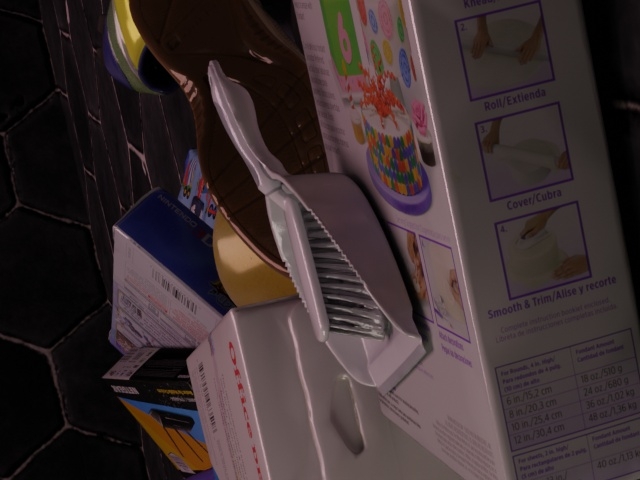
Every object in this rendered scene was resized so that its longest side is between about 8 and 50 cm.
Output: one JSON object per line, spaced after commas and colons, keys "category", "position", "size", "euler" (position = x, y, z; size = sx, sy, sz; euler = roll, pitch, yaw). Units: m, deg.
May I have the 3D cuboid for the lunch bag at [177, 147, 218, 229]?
{"category": "lunch bag", "position": [-0.092, 0.040, 1.814], "size": [0.221, 0.138, 0.293], "euler": [-146, 59, -73]}

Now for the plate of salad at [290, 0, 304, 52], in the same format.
{"category": "plate of salad", "position": [0.025, -0.125, 1.272], "size": [0.200, 0.048, 0.199], "euler": [164, 90, -74]}

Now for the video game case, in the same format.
{"category": "video game case", "position": [-0.062, 0.105, 1.524], "size": [0.269, 0.061, 0.244], "euler": [40, 155, 11]}

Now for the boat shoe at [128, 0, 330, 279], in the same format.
{"category": "boat shoe", "position": [-0.037, -0.088, 1.279], "size": [0.098, 0.109, 0.302], "euler": [31, -157, -55]}

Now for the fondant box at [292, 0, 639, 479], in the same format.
{"category": "fondant box", "position": [0.076, -0.040, 0.999], "size": [0.238, 0.096, 0.330], "euler": [-151, 47, -73]}

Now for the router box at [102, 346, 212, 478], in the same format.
{"category": "router box", "position": [-0.097, 0.152, 1.522], "size": [0.133, 0.046, 0.179], "euler": [52, 156, -17]}

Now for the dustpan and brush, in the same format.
{"category": "dustpan and brush", "position": [-0.010, -0.014, 1.044], "size": [0.147, 0.060, 0.211], "euler": [118, 136, -73]}

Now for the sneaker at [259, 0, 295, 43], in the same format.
{"category": "sneaker", "position": [-0.039, -0.215, 1.361], "size": [0.223, 0.098, 0.083], "euler": [96, 158, -52]}

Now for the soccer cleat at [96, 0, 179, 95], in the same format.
{"category": "soccer cleat", "position": [-0.194, -0.297, 2.038], "size": [0.121, 0.093, 0.289], "euler": [29, 132, 32]}

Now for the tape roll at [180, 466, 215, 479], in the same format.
{"category": "tape roll", "position": [-0.073, 0.328, 1.477], "size": [0.275, 0.090, 0.274], "euler": [56, 158, 37]}

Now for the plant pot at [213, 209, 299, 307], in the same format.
{"category": "plant pot", "position": [0.000, 0.000, 1.359], "size": [0.095, 0.134, 0.134], "euler": [-3, 99, 53]}

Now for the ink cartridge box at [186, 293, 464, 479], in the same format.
{"category": "ink cartridge box", "position": [0.018, 0.129, 1.257], "size": [0.233, 0.168, 0.171], "euler": [137, 121, -75]}
